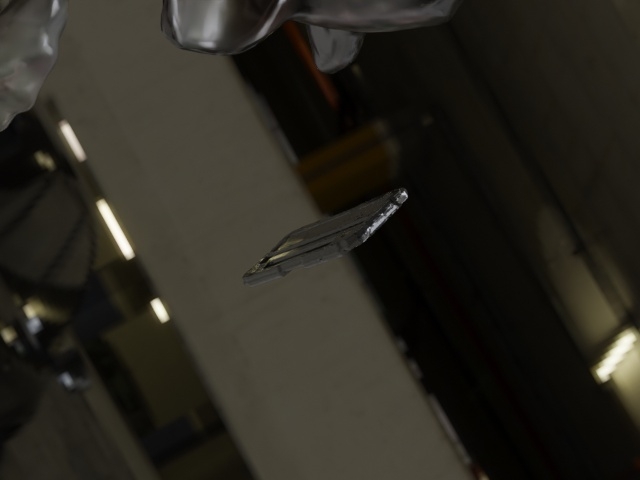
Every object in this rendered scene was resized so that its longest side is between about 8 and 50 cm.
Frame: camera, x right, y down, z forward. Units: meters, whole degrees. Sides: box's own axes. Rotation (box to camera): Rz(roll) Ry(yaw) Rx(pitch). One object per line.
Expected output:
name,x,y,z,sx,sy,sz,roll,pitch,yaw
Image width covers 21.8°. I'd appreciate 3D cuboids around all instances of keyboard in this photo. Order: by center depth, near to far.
keyboard,0.000,0.000,1.793,0.016,0.106,0.262,52,-29,-10

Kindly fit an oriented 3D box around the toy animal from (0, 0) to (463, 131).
toy animal,-0.051,-0.168,0.704,0.194,0.344,0.302,-22,125,-70
